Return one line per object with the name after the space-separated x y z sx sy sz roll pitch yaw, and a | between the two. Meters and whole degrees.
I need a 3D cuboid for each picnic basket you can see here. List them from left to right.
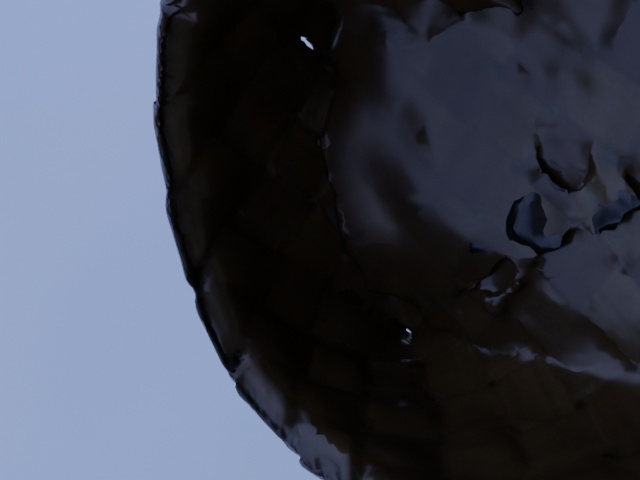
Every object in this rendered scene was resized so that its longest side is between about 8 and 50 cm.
0.000 0.000 0.255 0.337 0.337 0.292 -23 -75 -50 | picnic basket
